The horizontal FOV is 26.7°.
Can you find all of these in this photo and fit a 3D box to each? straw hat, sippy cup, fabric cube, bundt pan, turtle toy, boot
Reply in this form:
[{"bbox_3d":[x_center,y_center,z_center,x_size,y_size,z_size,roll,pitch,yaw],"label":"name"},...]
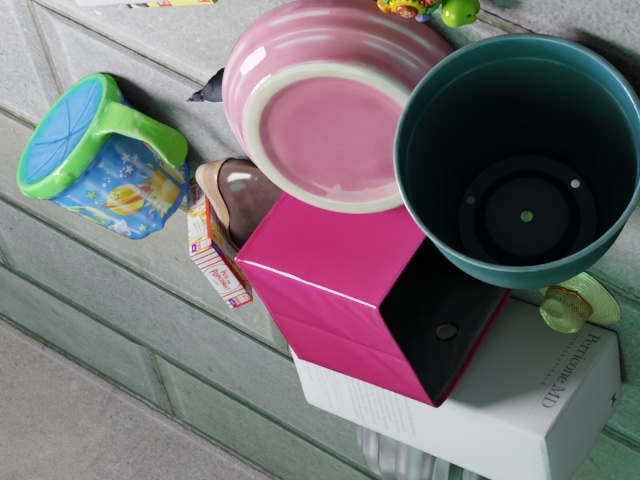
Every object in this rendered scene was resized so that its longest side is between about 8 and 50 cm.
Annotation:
[{"bbox_3d":[0.348,0.097,1.911,0.144,0.061,0.144,29,156,14],"label":"straw hat"},{"bbox_3d":[-0.346,-0.122,2.243,0.224,0.240,0.305,36,-177,-30],"label":"sippy cup"},{"bbox_3d":[0.086,0.043,1.916,0.258,0.254,0.259,15,150,37],"label":"fabric cube"},{"bbox_3d":[0.210,0.341,2.239,0.331,0.124,0.331,9,-170,-2],"label":"bundt pan"},{"bbox_3d":[0.115,-0.277,1.495,0.130,0.066,0.095,12,164,-5],"label":"turtle toy"},{"bbox_3d":[-0.074,-0.039,2.178,0.207,0.090,0.248,6,147,43],"label":"boot"}]

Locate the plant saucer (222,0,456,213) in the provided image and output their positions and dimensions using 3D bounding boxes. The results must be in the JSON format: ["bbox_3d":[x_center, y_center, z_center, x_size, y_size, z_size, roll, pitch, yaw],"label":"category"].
[{"bbox_3d":[0.032,-0.150,1.689,0.332,0.084,0.332,9,137,8],"label":"plant saucer"}]

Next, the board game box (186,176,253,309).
[{"bbox_3d":[-0.173,0.000,2.280,0.045,0.193,0.147,-23,132,12],"label":"board game box"}]

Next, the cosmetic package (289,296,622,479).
[{"bbox_3d":[0.203,0.197,2.059,0.453,0.230,0.161,18,141,32],"label":"cosmetic package"}]

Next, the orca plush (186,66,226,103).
[{"bbox_3d":[-0.065,-0.236,1.845,0.151,0.102,0.287,-4,-171,-32],"label":"orca plush"}]

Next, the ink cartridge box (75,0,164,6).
[{"bbox_3d":[-0.194,-0.406,1.490,0.385,0.091,0.308,5,142,36],"label":"ink cartridge box"}]

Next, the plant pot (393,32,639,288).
[{"bbox_3d":[0.236,-0.061,1.549,0.271,0.272,0.255,27,170,18],"label":"plant pot"}]

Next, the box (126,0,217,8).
[{"bbox_3d":[-0.201,-0.353,1.762,0.232,0.058,0.087,11,142,53],"label":"box"}]
